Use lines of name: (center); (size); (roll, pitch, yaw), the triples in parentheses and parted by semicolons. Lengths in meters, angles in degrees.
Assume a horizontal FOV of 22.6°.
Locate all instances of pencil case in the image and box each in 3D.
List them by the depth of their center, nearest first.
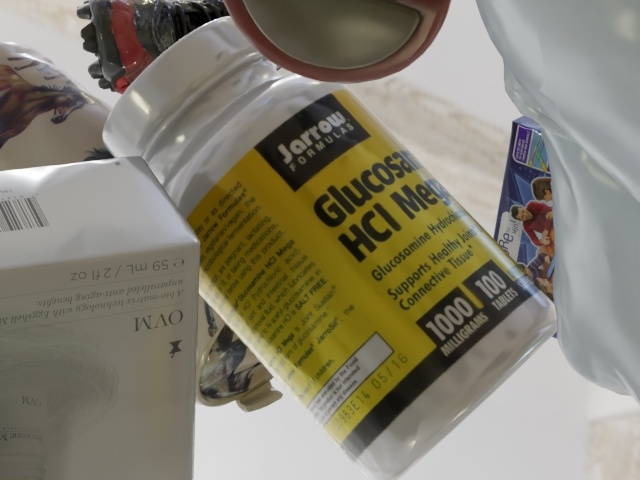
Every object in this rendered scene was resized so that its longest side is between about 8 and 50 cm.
pencil case: (-0.186, -0.014, 1.467); (0.410, 0.183, 0.160); (37, -123, 22)

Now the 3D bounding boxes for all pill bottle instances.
pill bottle: (0.000, 0.000, 1.182); (0.334, 0.188, 0.188); (47, -128, 9)

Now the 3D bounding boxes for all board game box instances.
board game box: (0.231, -0.005, 1.520); (0.035, 0.136, 0.201); (-27, -47, -49)

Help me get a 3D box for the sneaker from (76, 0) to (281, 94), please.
sneaker: (-0.104, -0.174, 1.370); (0.276, 0.135, 0.097); (-4, -94, -70)

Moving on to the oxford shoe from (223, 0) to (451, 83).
oxford shoe: (0.014, -0.238, 0.579); (0.123, 0.348, 0.130); (12, -146, 8)

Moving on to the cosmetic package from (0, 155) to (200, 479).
cosmetic package: (-0.206, 0.083, 1.064); (0.224, 0.138, 0.224); (-8, -58, -21)

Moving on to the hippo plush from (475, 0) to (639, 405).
hippo plush: (0.155, -0.033, 0.329); (0.234, 0.236, 0.294); (-37, -49, 3)
